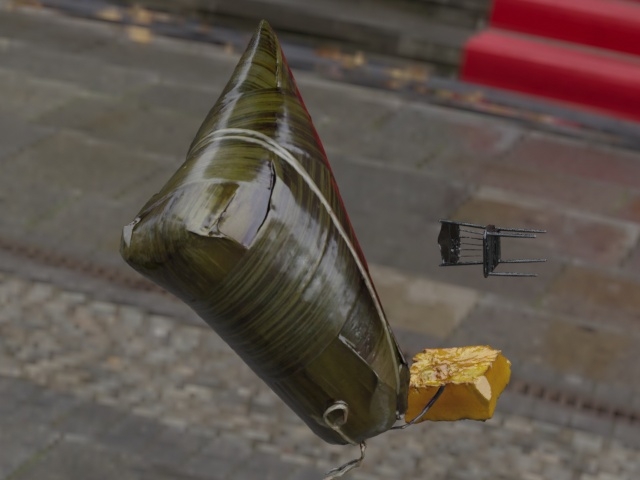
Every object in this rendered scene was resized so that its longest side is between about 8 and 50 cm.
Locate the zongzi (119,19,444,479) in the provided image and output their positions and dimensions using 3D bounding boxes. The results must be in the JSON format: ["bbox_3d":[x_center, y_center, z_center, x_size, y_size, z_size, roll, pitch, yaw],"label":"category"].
[{"bbox_3d":[0.000,0.000,1.306,0.111,0.247,0.241,-20,33,39],"label":"zongzi"}]

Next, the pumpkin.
[{"bbox_3d":[0.112,0.121,1.534,0.083,0.054,0.074,-7,21,26],"label":"pumpkin"}]

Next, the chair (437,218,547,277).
[{"bbox_3d":[0.119,0.006,1.354,0.086,0.037,0.042,3,12,23],"label":"chair"}]
